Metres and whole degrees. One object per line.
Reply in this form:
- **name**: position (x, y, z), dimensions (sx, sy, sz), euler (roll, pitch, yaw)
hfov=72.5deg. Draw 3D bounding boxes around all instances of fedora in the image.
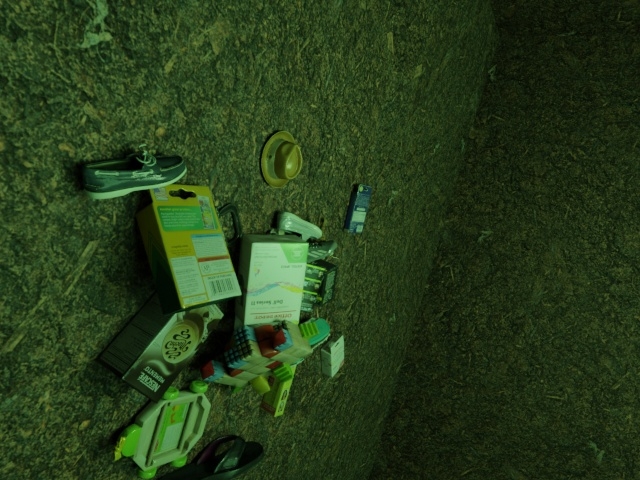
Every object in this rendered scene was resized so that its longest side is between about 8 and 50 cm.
- **fedora**: position (-0.116, -0.269, 1.474), dimensions (0.194, 0.079, 0.194), euler (-31, 129, -48)

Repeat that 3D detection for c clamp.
- **c clamp**: position (-0.297, -0.044, 1.357), dimensions (0.137, 0.022, 0.160), euler (-50, 140, -41)

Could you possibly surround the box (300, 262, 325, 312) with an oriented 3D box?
- **box**: position (-0.088, 0.168, 1.637), dimensions (0.191, 0.045, 0.184), euler (16, 88, -36)

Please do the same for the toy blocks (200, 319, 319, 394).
- **toy blocks**: position (-0.216, 0.370, 1.444), dimensions (0.382, 0.190, 0.261), euler (-30, 148, 10)

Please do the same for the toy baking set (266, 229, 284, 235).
- **toy baking set**: position (-0.182, 0.072, 1.578), dimensions (0.256, 0.030, 0.196), euler (-51, 142, -32)

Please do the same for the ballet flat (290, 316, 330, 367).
- **ballet flat**: position (-0.109, 0.427, 1.771), dimensions (0.409, 0.147, 0.146), euler (-11, 113, -55)

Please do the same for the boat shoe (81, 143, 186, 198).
- **boat shoe**: position (-0.429, -0.170, 1.022), dimensions (0.255, 0.095, 0.079), euler (-24, 136, -41)

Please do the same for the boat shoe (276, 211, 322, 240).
- **boat shoe**: position (-0.083, -0.034, 1.621), dimensions (0.228, 0.079, 0.081), euler (27, 72, -46)

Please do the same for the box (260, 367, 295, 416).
- **box**: position (-0.171, 0.593, 1.795), dimensions (0.058, 0.088, 0.232), euler (13, 95, -57)

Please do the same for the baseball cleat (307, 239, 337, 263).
- **baseball cleat**: position (-0.035, 0.034, 1.684), dimensions (0.206, 0.072, 0.109), euler (-30, 121, -10)

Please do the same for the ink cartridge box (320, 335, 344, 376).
- **ink cartridge box**: position (0.060, 0.561, 2.160), dimensions (0.115, 0.067, 0.198), euler (-37, 135, -44)

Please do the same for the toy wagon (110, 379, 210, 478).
- **toy wagon**: position (-0.479, 0.569, 1.317), dimensions (0.344, 0.068, 0.267), euler (15, 91, -58)

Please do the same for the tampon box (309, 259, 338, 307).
- **tampon box**: position (-0.013, 0.169, 1.796), dimensions (0.101, 0.121, 0.160), euler (-25, 129, -53)

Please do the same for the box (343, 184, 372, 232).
- **box**: position (0.175, -0.147, 2.030), dimensions (0.136, 0.037, 0.225), euler (1, 105, -58)

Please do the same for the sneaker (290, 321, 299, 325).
- **sneaker**: position (-0.134, 0.275, 1.705), dimensions (0.208, 0.082, 0.094), euler (47, 62, -54)

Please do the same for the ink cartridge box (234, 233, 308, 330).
- **ink cartridge box**: position (-0.171, 0.163, 1.479), dimensions (0.207, 0.119, 0.352), euler (0, 105, -28)

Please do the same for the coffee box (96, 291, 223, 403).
- **coffee box**: position (-0.427, 0.264, 1.200), dimensions (0.297, 0.119, 0.168), euler (-55, 145, -27)

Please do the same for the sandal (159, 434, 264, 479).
- **sandal**: position (-0.352, 0.765, 1.532), dimensions (0.446, 0.168, 0.106), euler (10, 79, -59)

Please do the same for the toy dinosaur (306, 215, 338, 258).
- **toy dinosaur**: position (0.000, 0.000, 1.753), dimensions (0.064, 0.112, 0.211), euler (-48, 141, -36)

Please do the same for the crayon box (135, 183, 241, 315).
- **crayon box**: position (-0.347, 0.016, 1.143), dimensions (0.203, 0.083, 0.322), euler (-5, 75, -56)
